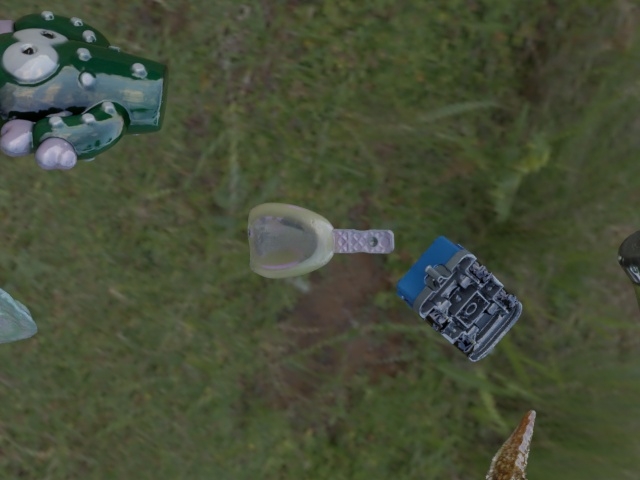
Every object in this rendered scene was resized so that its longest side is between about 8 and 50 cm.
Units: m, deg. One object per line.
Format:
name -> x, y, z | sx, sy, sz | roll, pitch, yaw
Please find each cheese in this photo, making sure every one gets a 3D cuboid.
cheese -> 0.000, 0.000, 1.917 | 0.037, 0.192, 0.097 | -24, 112, -68

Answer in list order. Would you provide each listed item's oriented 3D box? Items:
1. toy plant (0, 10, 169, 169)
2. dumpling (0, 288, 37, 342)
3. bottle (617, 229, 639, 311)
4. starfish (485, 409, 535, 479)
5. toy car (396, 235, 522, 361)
toy plant -> -0.281, -0.157, 1.577 | 0.232, 0.243, 0.113 | -45, 151, -49
dumpling -> -0.350, 0.057, 1.442 | 0.105, 0.149, 0.217 | -34, 161, -19
bottle -> 0.414, 0.094, 1.668 | 0.112, 0.112, 0.260 | -46, 113, -18
starfish -> 0.130, 0.198, 0.990 | 0.213, 0.238, 0.057 | -16, 132, 9
toy car -> 0.161, 0.064, 1.871 | 0.097, 0.100, 0.191 | -48, 140, 0
